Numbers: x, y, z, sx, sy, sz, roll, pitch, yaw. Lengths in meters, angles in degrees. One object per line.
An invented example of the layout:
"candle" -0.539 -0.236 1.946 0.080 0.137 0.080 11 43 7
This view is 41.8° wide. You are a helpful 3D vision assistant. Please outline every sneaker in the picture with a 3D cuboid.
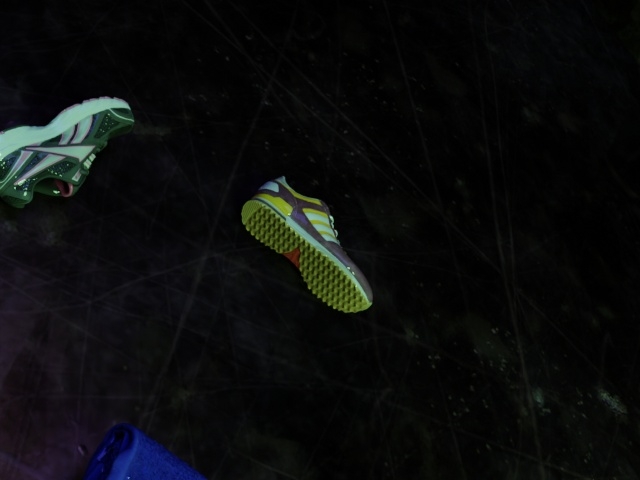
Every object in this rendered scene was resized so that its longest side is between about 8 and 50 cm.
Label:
"sneaker" -0.257 -0.082 0.840 0.178 0.072 0.077 -32 94 -40
"sneaker" 0.000 0.000 0.970 0.185 0.069 0.084 44 47 -4

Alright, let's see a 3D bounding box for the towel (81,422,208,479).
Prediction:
"towel" -0.080 0.305 0.629 0.308 0.076 0.227 43 42 -19
